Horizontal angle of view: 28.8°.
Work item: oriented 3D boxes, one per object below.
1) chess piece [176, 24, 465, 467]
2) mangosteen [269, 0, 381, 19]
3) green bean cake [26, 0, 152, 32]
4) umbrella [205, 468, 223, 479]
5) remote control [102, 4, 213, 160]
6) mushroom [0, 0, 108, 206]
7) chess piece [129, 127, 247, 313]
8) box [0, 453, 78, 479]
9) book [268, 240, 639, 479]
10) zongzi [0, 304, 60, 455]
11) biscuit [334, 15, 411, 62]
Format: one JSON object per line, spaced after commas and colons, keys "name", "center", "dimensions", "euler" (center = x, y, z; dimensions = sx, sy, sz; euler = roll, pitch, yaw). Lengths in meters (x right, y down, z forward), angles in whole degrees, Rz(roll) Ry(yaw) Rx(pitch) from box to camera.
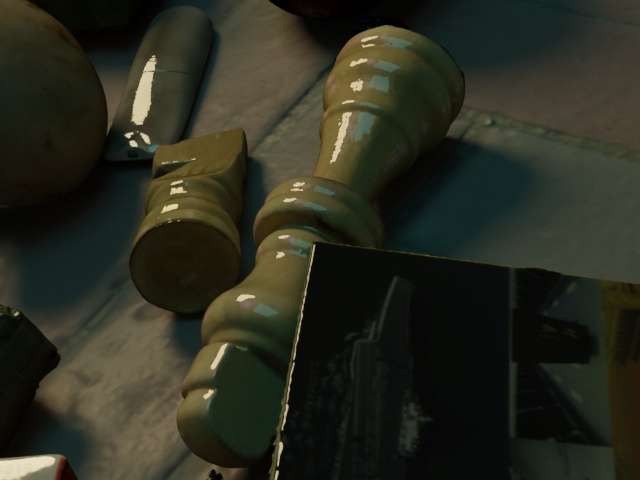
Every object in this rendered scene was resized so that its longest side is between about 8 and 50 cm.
{"name": "chess piece", "center": [0.000, 0.000, 0.947], "dimensions": [0.117, 0.117, 0.397], "euler": [8, 49, 23]}
{"name": "mangosteen", "center": [0.041, -0.326, 1.223], "dimensions": [0.262, 0.235, 0.235], "euler": [14, 34, -28]}
{"name": "green bean cake", "center": [-0.278, -0.335, 1.338], "dimensions": [0.247, 0.156, 0.249], "euler": [4, 46, 17]}
{"name": "umbrella", "center": [-0.099, 0.186, 0.845], "dimensions": [0.083, 0.020, 0.031], "euler": [-33, 46, -26]}
{"name": "remote control", "center": [-0.156, -0.160, 1.204], "dimensions": [0.073, 0.044, 0.229], "euler": [0, 45, 12]}
{"name": "mushroom", "center": [-0.305, -0.106, 1.109], "dimensions": [0.215, 0.207, 0.207], "euler": [-40, 37, 24]}
{"name": "chess piece", "center": [-0.104, -0.031, 1.040], "dimensions": [0.090, 0.090, 0.200], "euler": [-9, 32, 6]}
{"name": "box", "center": [-0.229, 0.212, 0.770], "dimensions": [0.182, 0.133, 0.099], "euler": [-6, 43, 7]}
{"name": "book", "center": [0.161, 0.120, 0.769], "dimensions": [0.374, 0.028, 0.262], "euler": [7, 44, 2]}
{"name": "zongzi", "center": [-0.299, 0.135, 0.934], "dimensions": [0.178, 0.081, 0.189], "euler": [0, 55, 46]}
{"name": "biscuit", "center": [0.047, -0.181, 1.180], "dimensions": [0.087, 0.027, 0.089], "euler": [-29, 45, -16]}
